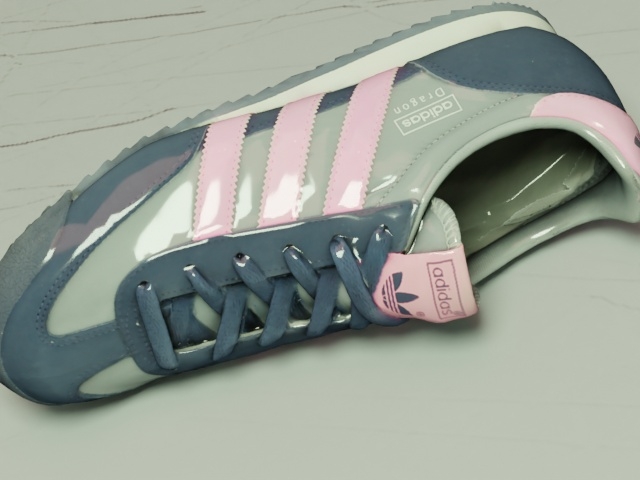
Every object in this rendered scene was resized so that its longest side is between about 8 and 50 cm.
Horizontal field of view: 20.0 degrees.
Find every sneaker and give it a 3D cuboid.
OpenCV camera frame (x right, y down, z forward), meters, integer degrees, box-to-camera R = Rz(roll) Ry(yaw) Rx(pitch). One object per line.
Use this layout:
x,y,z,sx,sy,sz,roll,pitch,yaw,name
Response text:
0.000,0.000,0.821,0.319,0.112,0.131,-29,43,-8,sneaker
